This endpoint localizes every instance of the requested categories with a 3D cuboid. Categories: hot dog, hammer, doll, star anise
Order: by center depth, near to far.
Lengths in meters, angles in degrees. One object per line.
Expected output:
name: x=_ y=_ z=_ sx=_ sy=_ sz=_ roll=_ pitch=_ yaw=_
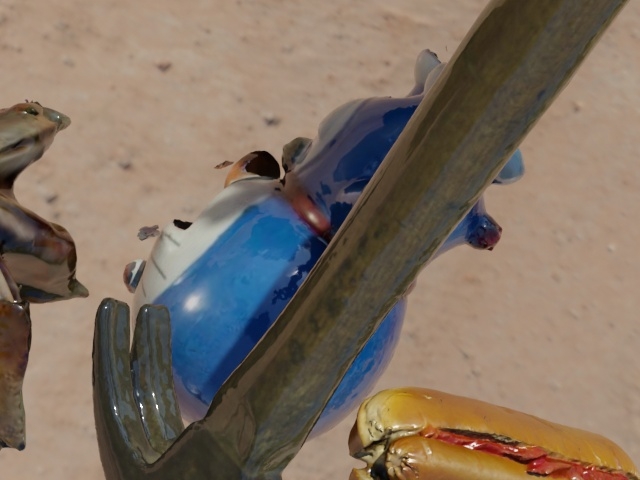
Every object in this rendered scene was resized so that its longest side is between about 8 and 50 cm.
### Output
hammer: x=0.058 y=-0.040 z=0.634 sx=0.044 sy=0.168 sz=0.440 roll=8 pitch=124 yaw=-54
star anise: x=-0.197 y=-0.027 z=0.821 sx=0.088 sy=0.288 sz=0.288 roll=-20 pitch=123 yaw=20
hot dog: x=0.108 y=0.132 z=0.923 sx=0.235 sy=0.092 sz=0.062 roll=14 pitch=151 yaw=-42
doll: x=0.000 y=0.000 z=0.982 sx=0.161 sy=0.215 sz=0.257 roll=42 pitch=96 yaw=1
